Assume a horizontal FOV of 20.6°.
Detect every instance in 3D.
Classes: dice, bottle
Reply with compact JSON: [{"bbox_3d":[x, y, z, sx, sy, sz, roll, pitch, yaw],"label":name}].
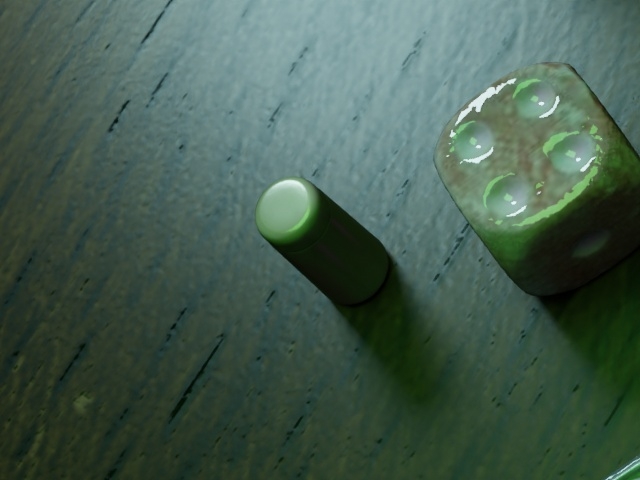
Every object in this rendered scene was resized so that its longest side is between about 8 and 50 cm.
[{"bbox_3d":[0.122,-0.032,0.943,0.093,0.094,0.091,-35,60,8],"label":"dice"},{"bbox_3d":[0.000,0.000,0.986,0.045,0.096,0.045,-12,63,24],"label":"bottle"}]

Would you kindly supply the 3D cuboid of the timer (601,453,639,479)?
[{"bbox_3d":[0.190,0.185,0.822,0.208,0.069,0.190,-36,59,6],"label":"timer"}]
